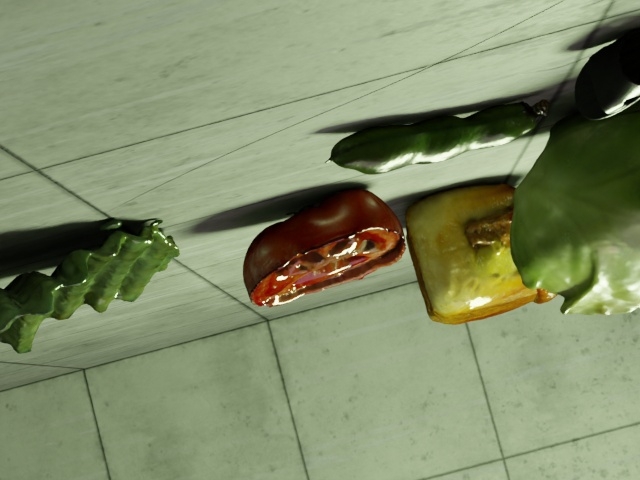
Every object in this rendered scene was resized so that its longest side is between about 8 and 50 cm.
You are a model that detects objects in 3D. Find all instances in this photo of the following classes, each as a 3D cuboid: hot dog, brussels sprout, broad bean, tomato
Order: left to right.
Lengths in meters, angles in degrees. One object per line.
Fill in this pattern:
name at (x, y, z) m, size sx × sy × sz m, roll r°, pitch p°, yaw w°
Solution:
tomato at (0.001, -0.003, 1.813) m, size 0.228 × 0.101 × 0.228 m, roll -19°, pitch 166°, yaw -5°
broad bean at (0.116, -0.103, 1.433) m, size 0.255 × 0.046 × 0.065 m, roll -13°, pitch 167°, yaw -23°
hot dog at (0.253, 0.021, 2.167) m, size 0.223 × 0.185 × 0.405 m, roll -14°, pitch 173°, yaw 3°
brussels sprout at (0.375, -0.047, 1.632) m, size 0.328 × 0.247 × 0.328 m, roll 6°, pitch 157°, yaw 2°

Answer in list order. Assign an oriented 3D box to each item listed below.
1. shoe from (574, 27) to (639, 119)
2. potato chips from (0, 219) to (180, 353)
shoe at (0.286, -0.163, 1.260) m, size 0.159 × 0.062 × 0.053 m, roll -27°, pitch 165°, yaw 34°
potato chips at (-0.348, 0.069, 1.640) m, size 0.373 × 0.097 × 0.389 m, roll -16°, pitch 175°, yaw 1°
